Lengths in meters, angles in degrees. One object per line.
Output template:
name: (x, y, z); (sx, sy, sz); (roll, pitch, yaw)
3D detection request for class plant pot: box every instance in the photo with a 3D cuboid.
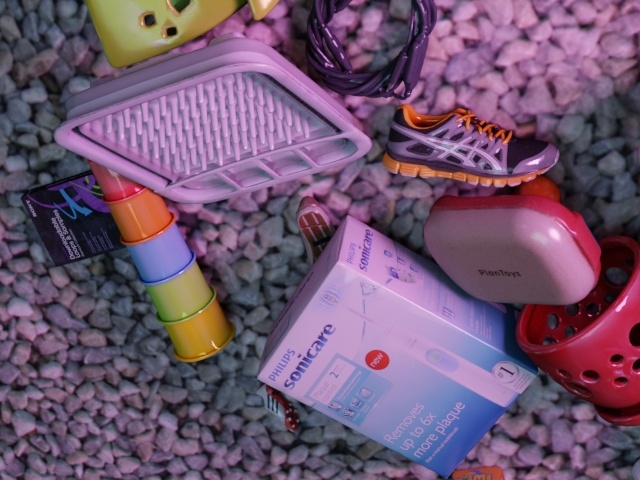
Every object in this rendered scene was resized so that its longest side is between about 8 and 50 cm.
plant pot: (-0.145, -0.342, 1.243); (0.207, 0.227, 0.228); (-11, 112, 13)
plant pot: (0.360, 0.119, 1.353); (0.191, 0.191, 0.174); (-35, 108, 26)

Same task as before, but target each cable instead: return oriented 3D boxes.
cable: (0.059, -0.261, 1.331); (0.150, 0.047, 0.184); (18, 121, 11)

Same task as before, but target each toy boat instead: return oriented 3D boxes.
toy boat: (0.240, -0.017, 1.347); (0.231, 0.151, 0.151); (0, 136, 48)

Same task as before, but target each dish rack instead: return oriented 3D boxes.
dish rack: (-0.120, -0.142, 1.315); (0.285, 0.333, 0.072); (-14, 72, 21)

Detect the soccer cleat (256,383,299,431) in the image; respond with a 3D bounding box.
soccer cleat: (-0.062, 0.243, 1.614); (0.035, 0.029, 0.083); (-26, 104, 33)

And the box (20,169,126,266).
box: (-0.322, -0.035, 1.544); (0.162, 0.029, 0.116); (-15, 111, 22)

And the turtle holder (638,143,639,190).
turtle holder: (0.503, -0.073, 1.222); (0.320, 0.243, 0.227); (-18, 134, -20)

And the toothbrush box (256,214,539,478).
toothbrush box: (0.100, 0.140, 1.448); (0.295, 0.126, 0.216); (30, 119, -9)

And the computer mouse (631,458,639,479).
computer mouse: (0.502, 0.368, 1.520); (0.193, 0.042, 0.106); (41, 119, -7)

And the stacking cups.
stacking cups: (-0.211, 0.011, 1.481); (0.096, 0.096, 0.316); (-11, 119, 19)

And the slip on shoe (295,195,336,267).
slip on shoe: (0.000, 0.000, 1.473); (0.051, 0.041, 0.135); (-21, 128, 7)

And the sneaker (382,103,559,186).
sneaker: (0.180, -0.117, 1.345); (0.215, 0.084, 0.083); (5, 112, 13)

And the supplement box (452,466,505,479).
supplement box: (0.249, 0.442, 1.602); (0.080, 0.078, 0.233); (-13, 112, 20)
